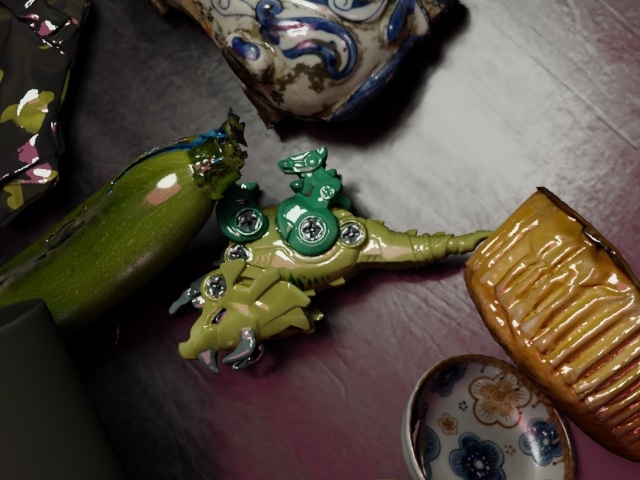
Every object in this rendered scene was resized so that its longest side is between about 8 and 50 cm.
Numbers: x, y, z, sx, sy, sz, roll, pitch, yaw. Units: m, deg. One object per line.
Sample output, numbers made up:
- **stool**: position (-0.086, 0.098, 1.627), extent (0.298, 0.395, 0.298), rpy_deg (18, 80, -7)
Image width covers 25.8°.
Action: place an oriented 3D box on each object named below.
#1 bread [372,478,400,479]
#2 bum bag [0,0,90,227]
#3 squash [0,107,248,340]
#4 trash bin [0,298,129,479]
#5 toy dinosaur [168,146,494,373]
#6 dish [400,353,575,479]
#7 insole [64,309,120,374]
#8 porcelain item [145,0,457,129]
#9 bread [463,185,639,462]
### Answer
- **bread**: position (0.027, 0.314, 0.964), extent (0.172, 0.121, 0.311), rpy_deg (20, 111, 18)
- **bum bag**: position (-0.254, -0.123, 1.176), extent (0.106, 0.060, 0.233), rpy_deg (0, 79, 23)
- **squash**: position (-0.170, 0.010, 1.075), extent (0.331, 0.087, 0.087), rpy_deg (-35, 74, 27)
- **trash bin**: position (-0.219, 0.226, 1.021), extent (0.214, 0.214, 0.334), rpy_deg (-19, 96, 11)
- **toy dinosaur**: position (0.000, 0.000, 1.080), extent (0.259, 0.094, 0.153), rpy_deg (-18, 74, 7)
- **dish**: position (0.109, 0.162, 1.034), extent (0.141, 0.078, 0.141), rpy_deg (14, 56, -22)
- **insole**: position (-0.277, 0.121, 1.173), extent (0.253, 0.005, 0.086), rpy_deg (-28, 76, 9)
- **porcelain item**: position (-0.040, -0.224, 1.102), extent (0.186, 0.138, 0.288), rpy_deg (-44, 75, -7)
- **bread**: position (0.183, 0.065, 0.967), extent (0.104, 0.199, 0.199), rpy_deg (-43, 74, 6)
